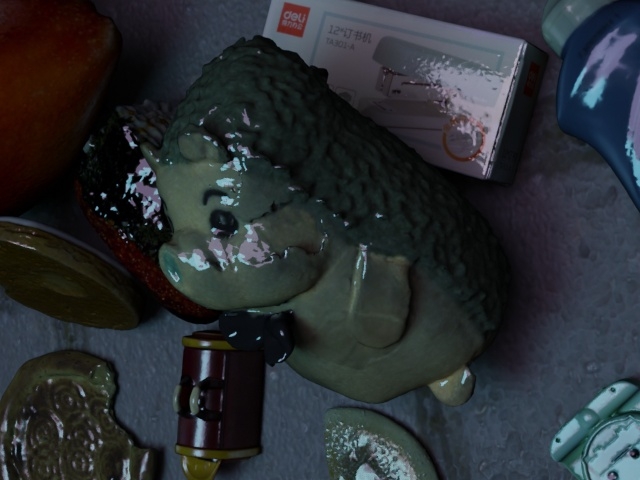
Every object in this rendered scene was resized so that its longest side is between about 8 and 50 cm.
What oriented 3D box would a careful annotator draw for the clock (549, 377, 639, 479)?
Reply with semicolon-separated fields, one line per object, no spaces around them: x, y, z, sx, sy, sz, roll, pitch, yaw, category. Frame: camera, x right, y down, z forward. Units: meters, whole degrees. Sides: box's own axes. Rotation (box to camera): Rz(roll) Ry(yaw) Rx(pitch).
0.272;0.192;1.060;0.101;0.041;0.135;-48;70;16;clock

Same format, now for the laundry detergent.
0.288;-0.108;1.044;0.143;0.094;0.290;-46;67;23;laundry detergent

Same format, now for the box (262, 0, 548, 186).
0.064;-0.144;1.154;0.269;0.079;0.135;18;95;25;box

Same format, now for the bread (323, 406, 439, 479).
0.062;0.251;1.163;0.112;0.036;0.193;-7;85;24;bread

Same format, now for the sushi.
-0.137;-0.033;1.217;0.126;0.136;0.225;-45;75;26;sushi

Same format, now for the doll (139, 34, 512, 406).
0.000;0.000;1.035;0.247;0.349;0.247;-27;32;19;doll

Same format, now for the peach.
-0.356;-0.117;1.223;0.361;0.201;0.258;-15;126;33;peach

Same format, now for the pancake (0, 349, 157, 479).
-0.269;0.233;1.328;0.212;0.029;0.235;-47;68;18;pancake

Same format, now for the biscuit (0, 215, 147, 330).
-0.263;0.029;1.245;0.181;0.208;0.049;7;64;25;biscuit

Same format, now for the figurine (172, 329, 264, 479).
-0.110;0.166;1.217;0.082;0.098;0.154;4;87;22;figurine
